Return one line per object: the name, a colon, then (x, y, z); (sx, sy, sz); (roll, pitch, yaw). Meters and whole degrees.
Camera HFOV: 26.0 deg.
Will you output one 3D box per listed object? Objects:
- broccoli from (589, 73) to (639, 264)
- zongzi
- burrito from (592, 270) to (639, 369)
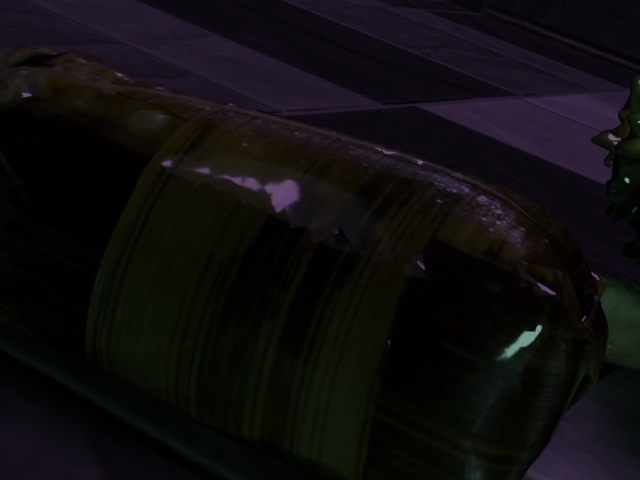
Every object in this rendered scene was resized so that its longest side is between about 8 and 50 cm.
broccoli: (0.313, -0.030, 0.746); (0.293, 0.281, 0.348); (54, 15, 18)
zongzi: (0.000, 0.000, 0.645); (0.286, 0.134, 0.288); (25, 18, 14)
burrito: (0.090, 0.032, 0.781); (0.275, 0.059, 0.082); (11, 4, -25)
